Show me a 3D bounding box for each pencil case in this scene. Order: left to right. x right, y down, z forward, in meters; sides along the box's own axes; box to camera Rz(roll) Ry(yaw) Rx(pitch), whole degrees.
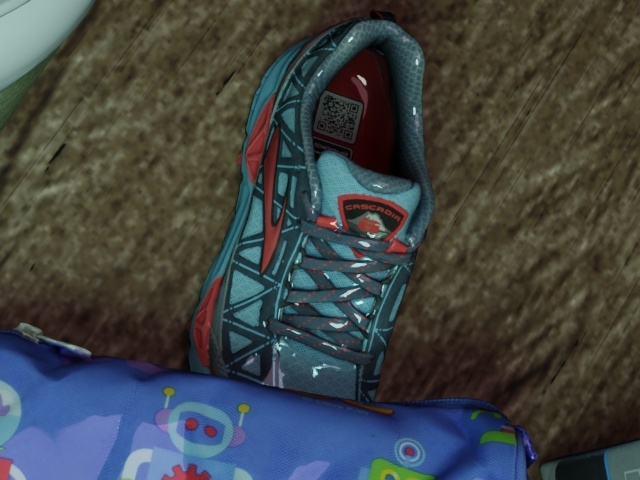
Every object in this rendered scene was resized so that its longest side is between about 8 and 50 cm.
[{"bbox_3d":[-0.045,0.120,0.928,0.306,0.119,0.133,8,78,2],"label":"pencil case"}]

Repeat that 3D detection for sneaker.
[{"bbox_3d":[0.000,0.000,1.013,0.104,0.125,0.262,10,74,-17],"label":"sneaker"}]

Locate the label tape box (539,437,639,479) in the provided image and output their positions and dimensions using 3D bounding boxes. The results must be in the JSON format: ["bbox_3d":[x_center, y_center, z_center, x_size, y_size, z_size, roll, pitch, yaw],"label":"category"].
[{"bbox_3d":[0.241,0.252,0.980,0.106,0.240,0.333,-8,80,-22],"label":"label tape box"}]

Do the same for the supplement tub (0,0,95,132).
[{"bbox_3d":[-0.217,-0.143,0.858,0.235,0.325,0.235,5,76,-20],"label":"supplement tub"}]
